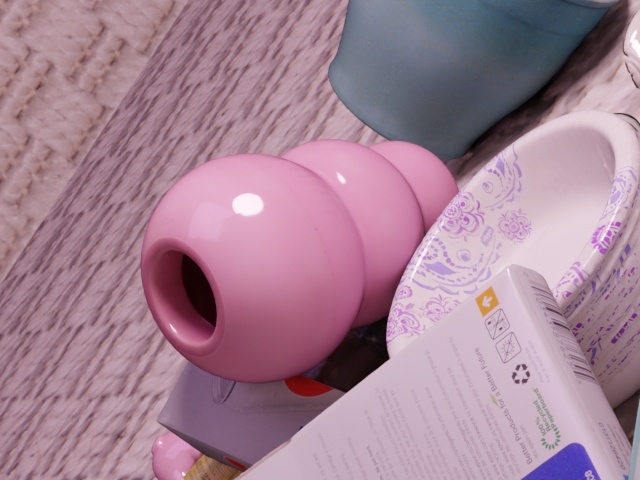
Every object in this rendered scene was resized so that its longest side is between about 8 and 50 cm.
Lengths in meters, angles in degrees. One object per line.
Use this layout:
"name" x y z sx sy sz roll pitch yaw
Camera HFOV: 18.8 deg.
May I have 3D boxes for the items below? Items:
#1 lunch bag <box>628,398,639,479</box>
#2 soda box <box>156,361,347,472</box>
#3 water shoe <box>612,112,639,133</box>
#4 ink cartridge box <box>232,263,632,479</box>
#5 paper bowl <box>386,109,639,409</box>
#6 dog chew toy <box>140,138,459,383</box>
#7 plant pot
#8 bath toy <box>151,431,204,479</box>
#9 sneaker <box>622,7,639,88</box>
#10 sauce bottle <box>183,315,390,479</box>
"lunch bag" 0.316 0.127 1.203 0.279 0.108 0.224 -2 77 60
"soda box" -0.012 0.181 1.756 0.286 0.091 0.098 19 75 42
"water shoe" 0.232 -0.041 1.840 0.203 0.073 0.080 -41 1 15
"ink cartridge box" 0.103 0.228 1.440 0.307 0.072 0.303 -41 56 27
"paper bowl" 0.202 0.042 1.624 0.284 0.148 0.284 -43 22 21
"dog chew toy" 0.000 0.000 1.760 0.332 0.206 0.206 -23 0 -39
"plant pot" 0.145 -0.236 2.081 0.255 0.272 0.271 -58 16 26
"bath toy" -0.124 0.214 2.035 0.129 0.151 0.348 26 85 48
"sneaker" 0.386 -0.239 1.824 0.118 0.107 0.279 -1 54 40
"sauce bottle" -0.005 0.171 1.898 0.344 0.111 0.111 -46 21 8
